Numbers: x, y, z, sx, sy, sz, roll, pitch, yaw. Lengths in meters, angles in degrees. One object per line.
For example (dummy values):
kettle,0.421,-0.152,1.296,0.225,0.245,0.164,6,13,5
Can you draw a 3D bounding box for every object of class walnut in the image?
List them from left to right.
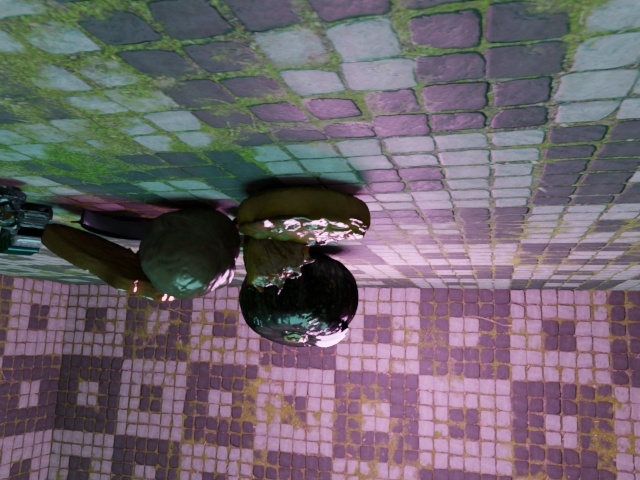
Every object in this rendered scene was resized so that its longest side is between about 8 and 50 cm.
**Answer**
walnut,-0.319,0.028,1.404,0.248,0.248,0.248,2,170,0

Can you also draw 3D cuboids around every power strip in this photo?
power strip,-0.584,-0.041,1.570,0.216,0.044,0.137,11,166,-19

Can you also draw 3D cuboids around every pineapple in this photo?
pineapple,-0.114,0.021,1.404,0.236,0.186,0.114,-38,175,-42

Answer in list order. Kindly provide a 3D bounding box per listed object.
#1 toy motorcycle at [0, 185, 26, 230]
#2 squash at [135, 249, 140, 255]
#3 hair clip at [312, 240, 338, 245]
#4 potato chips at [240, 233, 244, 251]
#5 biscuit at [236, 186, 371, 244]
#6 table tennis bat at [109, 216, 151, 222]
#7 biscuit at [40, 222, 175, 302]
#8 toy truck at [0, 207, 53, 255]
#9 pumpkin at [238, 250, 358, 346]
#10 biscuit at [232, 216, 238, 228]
toy motorcycle,-0.757,-0.079,1.304,0.130,0.094,0.229,9,163,-27
squash,-0.554,0.099,1.950,0.172,0.218,0.218,34,-176,25
hair clip,0.000,-0.001,1.772,0.054,0.022,0.137,11,167,-36
potato chips,-0.259,-0.005,1.666,0.407,0.080,0.057,2,-179,5
biscuit,-0.037,-0.056,1.248,0.296,0.102,0.296,0,171,0
table tennis bat,-0.533,-0.039,1.694,0.131,0.022,0.234,-2,168,19
biscuit,-0.548,0.055,1.514,0.365,0.062,0.385,30,178,8
toy truck,-0.820,-0.026,1.552,0.114,0.124,0.253,7,171,-38
pumpkin,-0.077,0.209,2.080,0.455,0.344,0.454,4,154,2
biscuit,-0.131,-0.044,1.516,0.212,0.036,0.212,0,169,0
